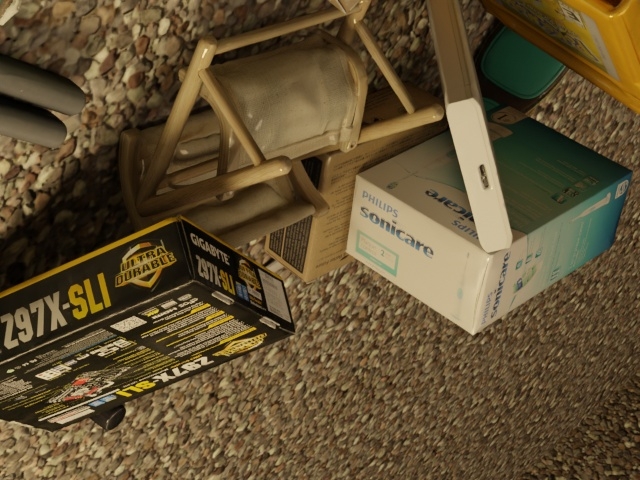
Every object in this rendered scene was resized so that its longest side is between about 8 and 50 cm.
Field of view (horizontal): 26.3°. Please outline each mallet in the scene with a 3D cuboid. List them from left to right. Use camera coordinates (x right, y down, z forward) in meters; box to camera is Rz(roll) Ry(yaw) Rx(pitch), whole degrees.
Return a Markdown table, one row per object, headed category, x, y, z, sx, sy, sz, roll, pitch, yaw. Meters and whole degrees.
| category | x | y | z | sx | sy | sz | roll | pitch | yaw |
| --- | --- | --- | --- | --- | --- | --- | --- | --- | --- |
| mallet | -0.235 | 0.173 | 1.721 | 0.190 | 0.062 | 0.039 | -39 | 157 | -54 |

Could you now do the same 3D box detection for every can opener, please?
| category | x | y | z | sx | sy | sz | roll | pitch | yaw |
| --- | --- | --- | --- | --- | --- | --- | --- | --- | --- |
| can opener | -0.296 | -0.125 | 1.170 | 0.074 | 0.093 | 0.280 | -56 | 158 | 10 |

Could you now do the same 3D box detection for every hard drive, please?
| category | x | y | z | sx | sy | sz | roll | pitch | yaw |
| --- | --- | --- | --- | --- | --- | --- | --- | --- | --- |
| hard drive | 0.169 | -0.157 | 1.594 | 0.040 | 0.307 | 0.203 | -13 | 126 | 9 |

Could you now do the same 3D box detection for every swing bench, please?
| category | x | y | z | sx | sy | sz | roll | pitch | yaw |
| --- | --- | --- | --- | --- | --- | --- | --- | --- | --- |
| swing bench | -0.058 | -0.110 | 1.454 | 0.253 | 0.165 | 0.255 | -24 | 170 | -43 |

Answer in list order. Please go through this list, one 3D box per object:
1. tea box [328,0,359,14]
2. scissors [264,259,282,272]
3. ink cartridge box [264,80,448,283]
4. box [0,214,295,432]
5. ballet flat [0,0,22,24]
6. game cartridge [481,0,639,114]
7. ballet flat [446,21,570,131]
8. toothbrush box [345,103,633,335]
| category | x | y | z | sx | sy | sz | roll | pitch | yaw |
| --- | --- | --- | --- | --- | --- | --- | --- | --- | --- |
| tea box | 0.014 | -0.423 | 1.104 | 0.329 | 0.220 | 0.323 | -48 | 153 | -4 |
| scissors | 0.000 | 0.000 | 1.865 | 0.297 | 0.021 | 0.109 | -43 | 154 | -16 |
| ink cartridge box | 0.048 | -0.078 | 1.743 | 0.235 | 0.088 | 0.193 | -25 | 138 | -41 |
| box | -0.221 | 0.098 | 1.423 | 0.322 | 0.079 | 0.257 | -23 | 159 | 15 |
| ballet flat | -0.242 | -0.325 | 0.947 | 0.147 | 0.147 | 0.409 | -31 | 148 | -33 |
| game cartridge | 0.277 | -0.280 | 1.631 | 0.052 | 0.285 | 0.324 | -50 | 154 | -1 |
| ballet flat | 0.256 | -0.207 | 1.914 | 0.348 | 0.123 | 0.123 | -58 | 153 | 14 |
| toothbrush box | 0.211 | -0.036 | 1.712 | 0.295 | 0.216 | 0.126 | -27 | 138 | -40 |
